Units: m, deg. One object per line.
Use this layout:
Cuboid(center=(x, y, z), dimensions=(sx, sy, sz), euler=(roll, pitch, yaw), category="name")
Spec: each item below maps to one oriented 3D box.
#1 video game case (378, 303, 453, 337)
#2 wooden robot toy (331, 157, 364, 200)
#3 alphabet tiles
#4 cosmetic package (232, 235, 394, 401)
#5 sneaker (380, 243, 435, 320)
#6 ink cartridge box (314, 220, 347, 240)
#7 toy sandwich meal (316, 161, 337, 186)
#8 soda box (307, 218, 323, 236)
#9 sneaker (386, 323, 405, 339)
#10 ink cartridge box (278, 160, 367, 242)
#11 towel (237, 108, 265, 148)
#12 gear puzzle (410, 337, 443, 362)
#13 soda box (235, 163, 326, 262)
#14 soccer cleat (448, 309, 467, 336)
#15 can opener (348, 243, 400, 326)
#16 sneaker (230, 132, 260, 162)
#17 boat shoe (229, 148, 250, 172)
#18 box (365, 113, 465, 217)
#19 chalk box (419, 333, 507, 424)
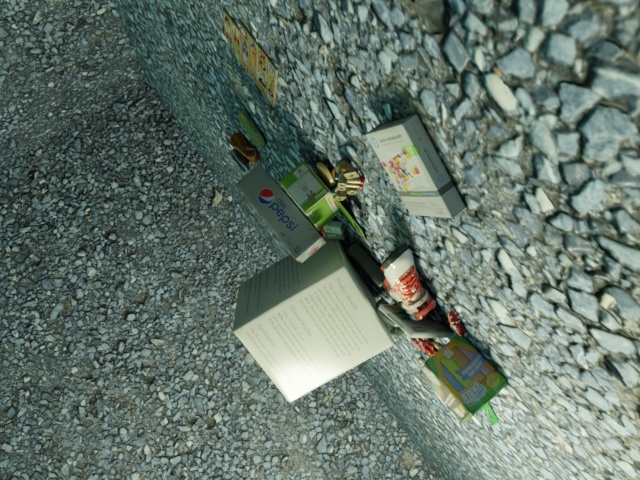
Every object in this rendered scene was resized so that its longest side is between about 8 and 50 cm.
Cuboid(center=(0.256, 0.217, 1.277), dimensions=(0.157, 0.019, 0.143), euler=(9, -161, -36), category="video game case")
Cuboid(center=(0.065, -0.161, 1.155), dimensions=(0.173, 0.076, 0.079), euler=(100, 168, -73), category="wooden robot toy")
Cuboid(center=(-0.190, -0.496, 1.278), dimensions=(0.237, 0.009, 0.198), euler=(53, 168, 4), category="alphabet tiles")
Cuboid(center=(-0.028, 0.239, 1.567), dimensions=(0.330, 0.393, 0.327), euler=(58, -174, -20), category="cosmetic package")
Cuboid(center=(0.227, 0.112, 1.179), dimensions=(0.145, 0.090, 0.270), euler=(48, 170, 21), category="sneaker")
Cuboid(center=(0.024, -0.035, 1.538), dimensions=(0.115, 0.029, 0.063), euler=(7, 143, 26), category="ink cartridge box")
Cuboid(center=(0.020, -0.182, 1.299), dimensions=(0.086, 0.029, 0.086), euler=(50, 163, 21), category="toy sandwich meal")
Cuboid(center=(-0.007, -0.066, 1.626), dimensions=(0.053, 0.060, 0.169), euler=(50, 167, 31), category="soda box")
Cuboid(center=(0.247, 0.308, 1.648), dimensions=(0.065, 0.076, 0.166), euler=(54, 168, 2), category="sneaker")
Cuboid(center=(0.012, -0.080, 1.357), dimensions=(0.255, 0.097, 0.189), euler=(51, 180, 17), category="ink cartridge box")
Cuboid(center=(-0.247, -0.399, 1.705), dimensions=(0.148, 0.027, 0.110), euler=(55, 169, -7), category="towel")
Cuboid(center=(0.383, 0.392, 1.440), dimensions=(0.176, 0.044, 0.339), euler=(59, 167, -20), category="gear puzzle")
Cuboid(center=(-0.112, -0.076, 1.347), dimensions=(0.286, 0.098, 0.091), euler=(49, -179, 13), category="soda box")
Cuboid(center=(0.331, 0.204, 1.172), dimensions=(0.083, 0.029, 0.035), euler=(54, 164, -23), category="soccer cleat")
Cuboid(center=(0.166, 0.137, 1.446), dimensions=(0.283, 0.095, 0.076), euler=(48, 167, 25), category="can opener")
Cuboid(center=(-0.312, -0.375, 1.932), dimensions=(0.175, 0.064, 0.067), euler=(51, 177, 26), category="sneaker")
Cuboid(center=(-0.335, -0.358, 2.044), dimensions=(0.183, 0.066, 0.066), euler=(50, 166, 43), category="boat shoe")
Cuboid(center=(0.169, -0.130, 0.861), dimensions=(0.186, 0.038, 0.145), euler=(59, 167, -15), category="box")
Cuboid(center=(0.378, 0.368, 1.207), dimensions=(0.213, 0.132, 0.132), euler=(47, 165, 25), category="chalk box")
